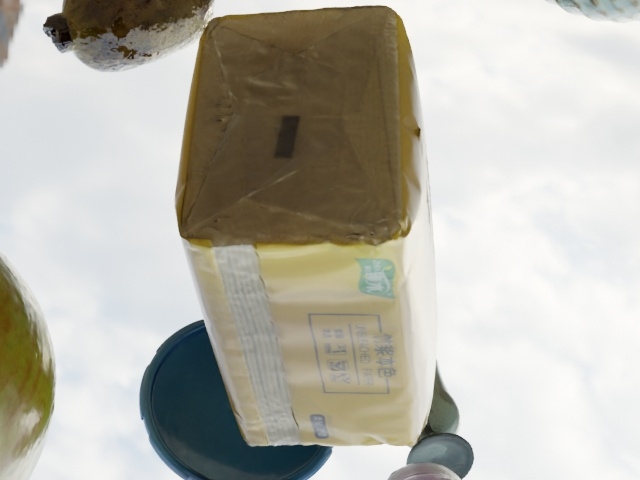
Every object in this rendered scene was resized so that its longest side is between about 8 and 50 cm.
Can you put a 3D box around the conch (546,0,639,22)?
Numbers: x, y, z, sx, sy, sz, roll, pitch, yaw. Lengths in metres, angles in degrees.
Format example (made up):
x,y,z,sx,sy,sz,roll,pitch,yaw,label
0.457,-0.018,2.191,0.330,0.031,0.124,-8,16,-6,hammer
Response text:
x,y,z,sx,sy,sz,roll,pitch,yaw,label
0.219,-0.224,1.043,0.200,0.131,0.172,40,-173,22,conch

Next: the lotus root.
x,y,z,sx,sy,sz,roll,pitch,yaw,label
-0.253,-0.299,1.837,0.260,0.145,0.128,-25,-171,-39,lotus root

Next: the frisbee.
x,y,z,sx,sy,sz,roll,pitch,yaw,label
-0.093,0.196,1.641,0.242,0.045,0.242,5,-126,-7,frisbee

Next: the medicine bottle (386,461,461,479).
x,y,z,sx,sy,sz,roll,pitch,yaw,label
0.141,0.373,1.735,0.152,0.152,0.254,8,-171,-2,medicine bottle

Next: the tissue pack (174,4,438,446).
x,y,z,sx,sy,sz,roll,pitch,yaw,label
0.000,0.000,1.401,0.228,0.382,0.293,-2,-127,5,tissue pack

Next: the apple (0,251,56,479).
x,y,z,sx,sy,sz,roll,pitch,yaw,label
-0.397,0.126,1.221,0.340,0.339,0.339,8,-154,-4,apple

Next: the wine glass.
x,y,z,sx,sy,sz,roll,pitch,yaw,label
0.157,0.261,2.101,0.103,0.103,0.231,4,-151,-11,wine glass
